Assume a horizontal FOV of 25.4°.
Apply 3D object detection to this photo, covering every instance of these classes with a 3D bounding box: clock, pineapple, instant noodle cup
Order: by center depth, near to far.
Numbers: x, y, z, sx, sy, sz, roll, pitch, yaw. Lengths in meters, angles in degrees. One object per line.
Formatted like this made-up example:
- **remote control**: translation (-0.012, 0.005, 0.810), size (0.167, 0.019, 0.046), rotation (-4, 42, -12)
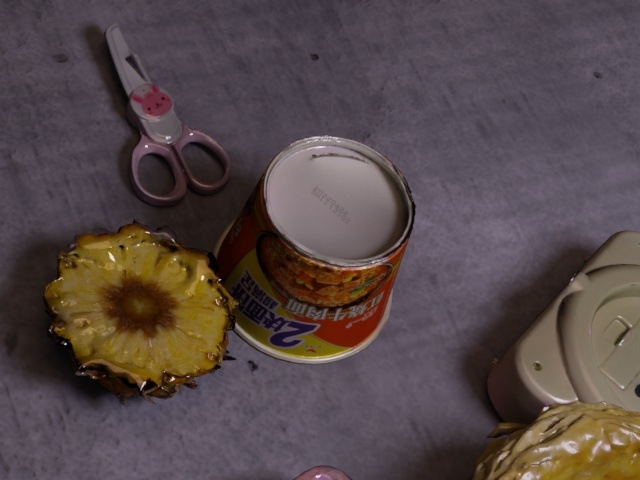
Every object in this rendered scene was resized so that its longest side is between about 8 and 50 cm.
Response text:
- **pineapple**: translation (-0.187, 0.080, 1.455), size (0.224, 0.076, 0.225), rotation (10, 54, -14)
- **instant noodle cup**: translation (0.000, 0.000, 1.505), size (0.213, 0.174, 0.213), rotation (8, 56, -12)
- **clock**: translation (0.370, 0.164, 1.559), size (0.309, 0.114, 0.284), rotation (42, 54, 9)

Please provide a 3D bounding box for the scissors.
- **scissors**: translation (-0.196, -0.148, 1.629), size (0.118, 0.030, 0.242), rotation (-19, 69, -27)

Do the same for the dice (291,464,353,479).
- **dice**: translation (-0.005, 0.280, 1.372), size (0.094, 0.091, 0.093), rotation (-32, 71, -31)

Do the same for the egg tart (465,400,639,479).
- **egg tart**: translation (0.271, 0.347, 1.365), size (0.387, 0.169, 0.388), rotation (6, 65, -13)
